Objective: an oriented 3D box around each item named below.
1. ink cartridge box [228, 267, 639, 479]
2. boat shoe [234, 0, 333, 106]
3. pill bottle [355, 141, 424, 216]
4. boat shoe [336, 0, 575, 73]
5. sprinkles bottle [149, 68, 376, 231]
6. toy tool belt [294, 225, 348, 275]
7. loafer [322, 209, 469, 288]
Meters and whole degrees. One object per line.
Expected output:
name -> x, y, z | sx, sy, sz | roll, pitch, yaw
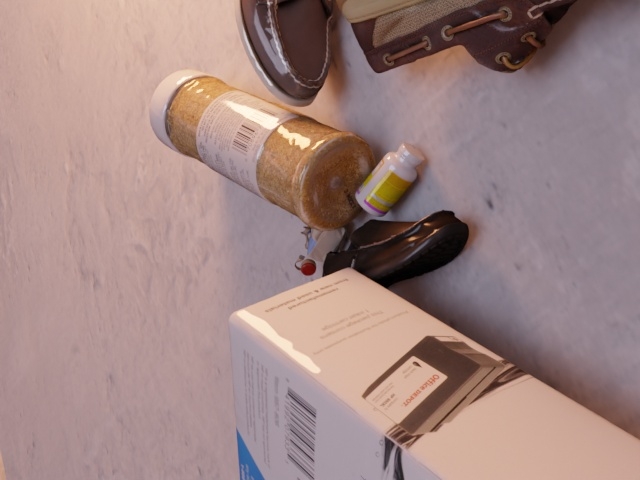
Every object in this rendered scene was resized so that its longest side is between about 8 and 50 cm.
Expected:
ink cartridge box -> 0.094, 0.242, 0.685 | 0.395, 0.166, 0.285 | 30, 130, 43
boat shoe -> -0.036, -0.326, 0.901 | 0.097, 0.117, 0.324 | -25, 67, 49
pill bottle -> 0.079, -0.069, 0.827 | 0.083, 0.043, 0.043 | -51, 55, 27
boat shoe -> 0.173, -0.219, 0.689 | 0.342, 0.123, 0.123 | -2, 121, 38
sprinkles bottle -> -0.088, -0.127, 0.956 | 0.355, 0.121, 0.121 | 31, 113, 43
toy tool belt -> 0.000, 0.000, 0.924 | 0.083, 0.052, 0.051 | -57, 21, 29
loafer -> 0.067, 0.010, 0.818 | 0.220, 0.080, 0.078 | -30, 70, 45
